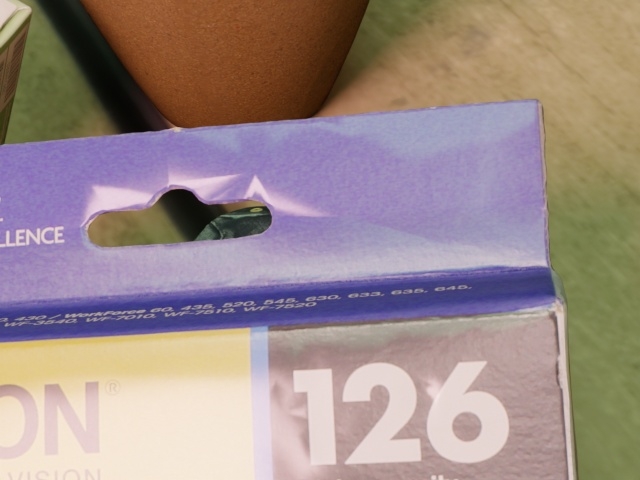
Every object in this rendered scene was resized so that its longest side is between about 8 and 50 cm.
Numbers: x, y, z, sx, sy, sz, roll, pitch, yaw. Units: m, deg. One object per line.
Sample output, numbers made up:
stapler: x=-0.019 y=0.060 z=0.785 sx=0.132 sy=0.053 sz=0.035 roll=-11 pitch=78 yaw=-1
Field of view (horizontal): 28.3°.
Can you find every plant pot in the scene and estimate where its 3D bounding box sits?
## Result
plant pot: x=-0.057 y=-0.184 z=0.713 sx=0.237 sy=0.254 sz=0.237 roll=-1 pitch=49 yaw=1

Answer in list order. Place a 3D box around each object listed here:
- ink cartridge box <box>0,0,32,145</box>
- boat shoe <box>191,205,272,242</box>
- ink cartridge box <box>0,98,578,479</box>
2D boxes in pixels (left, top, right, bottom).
ink cartridge box: x=-0.278 y=-0.111 z=0.670 sx=0.235 sy=0.171 sz=0.056 roll=30 pitch=54 yaw=-2
boat shoe: x=0.000 y=0.000 z=0.676 sx=0.183 sy=0.065 sz=0.083 roll=-36 pitch=58 yaw=-24
ink cartridge box: x=-0.055 y=0.103 z=0.476 sx=0.304 sy=0.072 sz=0.307 roll=-5 pitch=85 yaw=8
